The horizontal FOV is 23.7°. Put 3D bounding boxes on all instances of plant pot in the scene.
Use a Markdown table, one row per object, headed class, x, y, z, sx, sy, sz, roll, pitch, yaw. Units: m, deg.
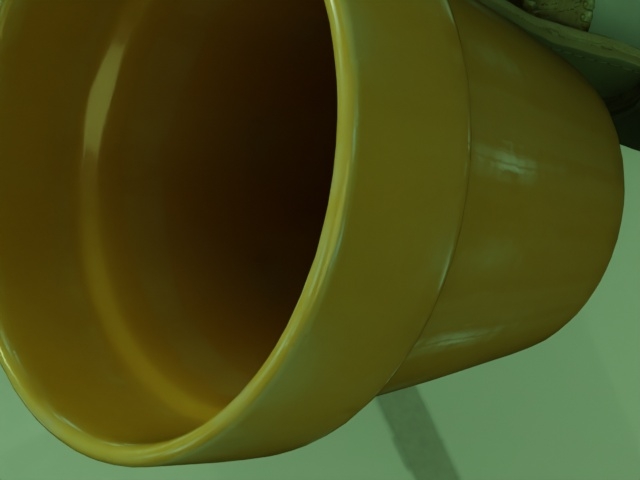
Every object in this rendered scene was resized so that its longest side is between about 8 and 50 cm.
| class | x | y | z | sx | sy | sz | roll | pitch | yaw |
| --- | --- | --- | --- | --- | --- | --- | --- | --- | --- |
| plant pot | 0.005 | -0.024 | 0.554 | 0.188 | 0.205 | 0.205 | 5 | 115 | -43 |

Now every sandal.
| class | x | y | z | sx | sy | sz | roll | pitch | yaw |
| --- | --- | --- | --- | --- | --- | --- | --- | --- | --- |
| sandal | 0.090 | -0.110 | 0.658 | 0.240 | 0.088 | 0.079 | 21 | 77 | -19 |

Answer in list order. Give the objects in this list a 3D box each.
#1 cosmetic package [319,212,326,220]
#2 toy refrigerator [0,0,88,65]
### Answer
| class | x | y | z | sx | sy | sz | roll | pitch | yaw |
| --- | --- | --- | --- | --- | --- | --- | --- | --- | --- |
| cosmetic package | 0.000 | 0.000 | 0.688 | 0.115 | 0.060 | 0.041 | 29 | 107 | -13 |
| toy refrigerator | -0.212 | -0.146 | 0.598 | 0.270 | 0.094 | 0.102 | 22 | 104 | -15 |
